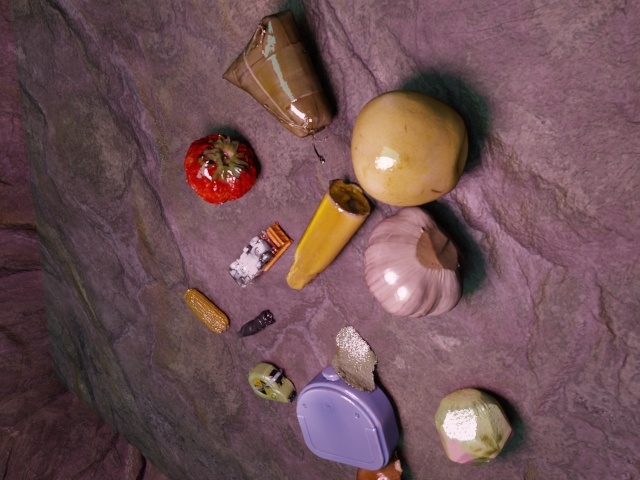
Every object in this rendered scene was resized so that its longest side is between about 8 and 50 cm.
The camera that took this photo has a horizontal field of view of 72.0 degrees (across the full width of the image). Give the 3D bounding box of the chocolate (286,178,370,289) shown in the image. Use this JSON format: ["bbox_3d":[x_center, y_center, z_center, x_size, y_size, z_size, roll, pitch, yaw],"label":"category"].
[{"bbox_3d":[0.000,0.000,1.492,0.162,0.162,0.445,44,130,12],"label":"chocolate"}]

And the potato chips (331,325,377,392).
[{"bbox_3d":[0.122,0.424,1.580,0.167,0.228,0.059,4,150,2],"label":"potato chips"}]

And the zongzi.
[{"bbox_3d":[-0.129,-0.429,1.407,0.418,0.181,0.447,-13,104,52],"label":"zongzi"}]

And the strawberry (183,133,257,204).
[{"bbox_3d":[-0.370,-0.242,1.587,0.257,0.257,0.277,54,141,5],"label":"strawberry"}]

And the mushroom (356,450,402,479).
[{"bbox_3d":[0.257,0.950,1.671,0.301,0.208,0.233,60,169,-13],"label":"mushroom"}]

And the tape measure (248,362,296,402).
[{"bbox_3d":[-0.221,0.603,1.886,0.200,0.106,0.175,-4,119,37],"label":"tape measure"}]

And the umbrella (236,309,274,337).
[{"bbox_3d":[-0.284,0.362,1.866,0.236,0.059,0.066,-34,66,39],"label":"umbrella"}]

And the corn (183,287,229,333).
[{"bbox_3d":[-0.513,0.315,1.980,0.260,0.091,0.091,37,121,18],"label":"corn"}]

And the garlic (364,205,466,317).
[{"bbox_3d":[0.261,0.070,1.254,0.317,0.317,0.259,52,139,7],"label":"garlic"}]

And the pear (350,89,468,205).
[{"bbox_3d":[0.229,-0.234,1.145,0.309,0.309,0.309,13,114,30],"label":"pear"}]

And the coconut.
[{"bbox_3d":[0.468,0.584,1.359,0.235,0.236,0.204,64,162,-3],"label":"coconut"}]

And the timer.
[{"bbox_3d":[0.093,0.636,1.643,0.395,0.173,0.394,14,116,30],"label":"timer"}]

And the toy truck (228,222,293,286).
[{"bbox_3d":[-0.233,0.059,1.673,0.114,0.135,0.270,50,123,10],"label":"toy truck"}]
